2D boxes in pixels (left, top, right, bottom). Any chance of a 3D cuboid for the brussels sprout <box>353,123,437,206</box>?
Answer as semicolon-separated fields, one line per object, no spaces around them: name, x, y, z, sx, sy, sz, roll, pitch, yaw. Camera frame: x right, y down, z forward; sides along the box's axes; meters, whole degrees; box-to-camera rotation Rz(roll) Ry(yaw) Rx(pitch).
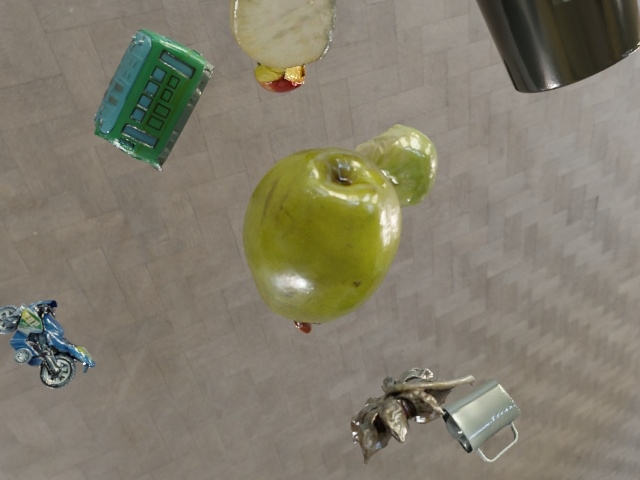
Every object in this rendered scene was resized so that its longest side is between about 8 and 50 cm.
brussels sprout;0.267;-0.263;1.650;0.317;0.242;0.273;32;120;-15

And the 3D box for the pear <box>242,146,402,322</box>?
pear;0.000;0.000;0.757;0.253;0.252;0.307;-12;140;-21

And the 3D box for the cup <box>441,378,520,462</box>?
cup;0.324;0.363;0.944;0.130;0.128;0.095;-30;150;-9

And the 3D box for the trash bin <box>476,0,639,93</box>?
trash bin;0.288;-0.387;0.622;0.214;0.214;0.333;-37;113;-6

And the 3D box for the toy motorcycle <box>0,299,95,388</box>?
toy motorcycle;-0.642;0.228;1.112;0.254;0.092;0.135;44;70;7

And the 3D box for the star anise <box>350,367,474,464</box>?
star anise;0.154;0.299;0.878;0.263;0.230;0.081;-34;86;11

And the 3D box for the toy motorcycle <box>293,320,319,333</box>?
toy motorcycle;-0.076;0.107;1.318;0.089;0.298;0.171;-20;166;-41

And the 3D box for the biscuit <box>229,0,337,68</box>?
biscuit;-0.044;-0.352;0.750;0.188;0.040;0.265;-33;164;18

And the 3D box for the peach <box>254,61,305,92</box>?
peach;-0.123;-0.500;1.417;0.151;0.151;0.118;-39;151;-4

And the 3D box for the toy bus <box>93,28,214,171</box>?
toy bus;-0.458;-0.382;1.277;0.200;0.184;0.343;20;104;-48
